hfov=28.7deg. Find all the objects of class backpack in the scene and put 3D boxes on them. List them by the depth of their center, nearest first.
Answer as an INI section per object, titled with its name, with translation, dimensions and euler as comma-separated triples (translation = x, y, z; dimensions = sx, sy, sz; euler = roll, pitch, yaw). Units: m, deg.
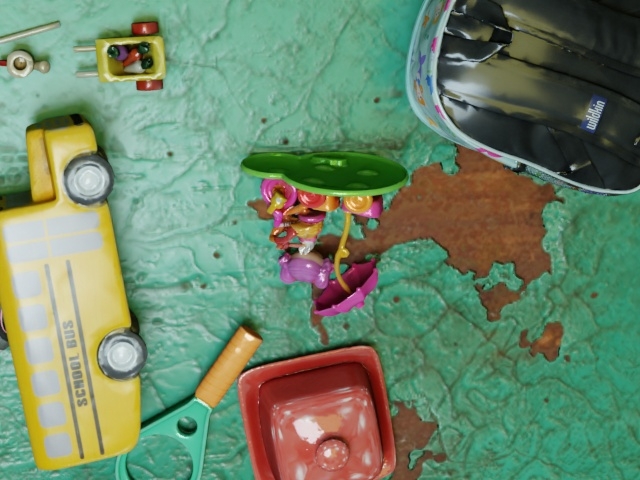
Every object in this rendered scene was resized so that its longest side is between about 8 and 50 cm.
[backpack]
translation = 0.213, -0.177, 1.233
dimensions = 0.254, 0.191, 0.225
euler = 15, 97, -19

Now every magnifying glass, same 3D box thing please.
[magnifying glass]
translation = -0.136, 0.189, 1.329
dimensions = 0.092, 0.026, 0.231
euler = 34, 100, -7

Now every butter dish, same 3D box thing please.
[butter dish]
translation = 0.005, 0.208, 1.321
dimensions = 0.160, 0.118, 0.160
euler = -12, 103, -7

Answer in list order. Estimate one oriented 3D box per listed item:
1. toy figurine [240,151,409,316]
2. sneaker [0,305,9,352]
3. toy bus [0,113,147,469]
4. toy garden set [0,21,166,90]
[toy figurine]
translation = 0.000, 0.000, 1.290
dimensions = 0.173, 0.130, 0.159
euler = 7, 112, 11
[sneaker]
translation = -0.352, 0.067, 1.277
dimensions = 0.057, 0.047, 0.119
euler = -32, 107, -24
[toy bus]
translation = -0.252, 0.048, 1.246
dimensions = 0.130, 0.108, 0.332
euler = -11, 104, -11
[toy garden set]
translation = -0.259, -0.243, 1.216
dimensions = 0.244, 0.049, 0.203
euler = -4, 103, -8
